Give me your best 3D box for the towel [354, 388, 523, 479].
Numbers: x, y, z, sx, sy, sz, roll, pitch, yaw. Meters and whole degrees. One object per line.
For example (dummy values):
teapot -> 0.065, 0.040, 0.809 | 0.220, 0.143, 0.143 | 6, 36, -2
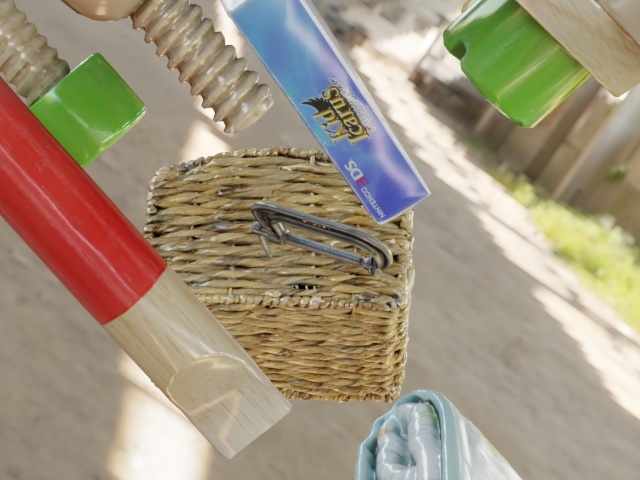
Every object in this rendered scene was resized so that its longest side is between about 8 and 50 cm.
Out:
towel -> 0.145, 0.281, 1.121 | 0.320, 0.090, 0.374 | 51, 12, -11

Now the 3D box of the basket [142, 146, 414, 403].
basket -> -0.048, 0.037, 1.929 | 0.299, 0.213, 0.223 | 1, -33, 1

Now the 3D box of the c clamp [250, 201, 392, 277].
c clamp -> 0.000, 0.000, 1.614 | 0.160, 0.022, 0.137 | 16, -20, 25

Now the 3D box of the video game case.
video game case -> -0.024, -0.176, 1.502 | 0.269, 0.061, 0.244 | 54, 7, -40

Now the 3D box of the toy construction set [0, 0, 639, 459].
toy construction set -> 0.069, -0.058, 0.486 | 0.237, 0.309, 0.257 | 50, -10, -9
